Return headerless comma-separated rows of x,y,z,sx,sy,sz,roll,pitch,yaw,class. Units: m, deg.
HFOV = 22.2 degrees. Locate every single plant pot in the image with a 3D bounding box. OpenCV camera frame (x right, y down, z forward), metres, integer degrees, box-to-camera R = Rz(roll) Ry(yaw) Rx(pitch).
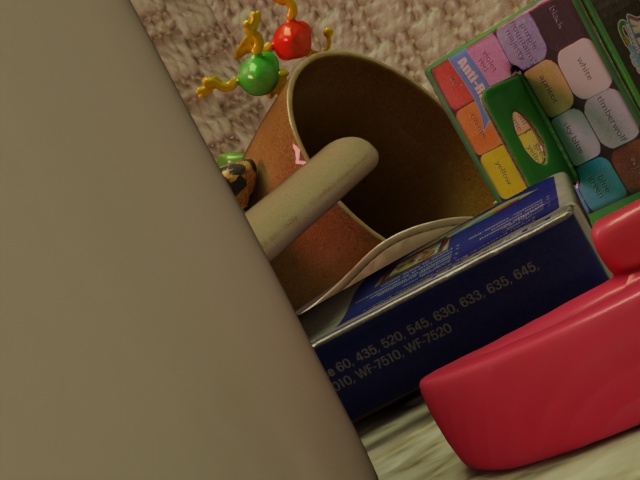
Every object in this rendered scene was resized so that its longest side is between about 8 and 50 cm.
0.000,0.000,1.487,0.254,0.237,0.237,-47,-10,36,plant pot

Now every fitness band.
0.171,0.003,0.631,0.291,0.054,0.209,-30,3,21,fitness band

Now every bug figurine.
-0.086,-0.109,1.524,0.279,0.072,0.216,-55,1,9,bug figurine

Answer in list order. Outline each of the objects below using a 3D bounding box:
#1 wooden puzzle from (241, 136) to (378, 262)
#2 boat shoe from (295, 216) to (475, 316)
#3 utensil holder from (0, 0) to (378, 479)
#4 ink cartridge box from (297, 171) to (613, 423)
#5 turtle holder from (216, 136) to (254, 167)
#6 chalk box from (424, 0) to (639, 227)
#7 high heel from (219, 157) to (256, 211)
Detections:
-0.137,0.080,1.049,0.348,0.080,0.322,-49,-3,31,wooden puzzle
0.048,0.043,1.258,0.206,0.075,0.065,-33,3,8,boat shoe
-0.198,0.012,0.688,0.327,0.385,0.327,-28,1,0,utensil holder
0.029,0.065,0.977,0.303,0.072,0.307,-28,3,10,ink cartridge box
0.024,-0.052,2.077,0.227,0.243,0.320,-11,-15,-21,turtle holder
0.221,-0.113,1.268,0.289,0.180,0.179,-28,0,-38,chalk box
-0.102,0.062,1.334,0.261,0.093,0.186,-52,40,0,high heel
